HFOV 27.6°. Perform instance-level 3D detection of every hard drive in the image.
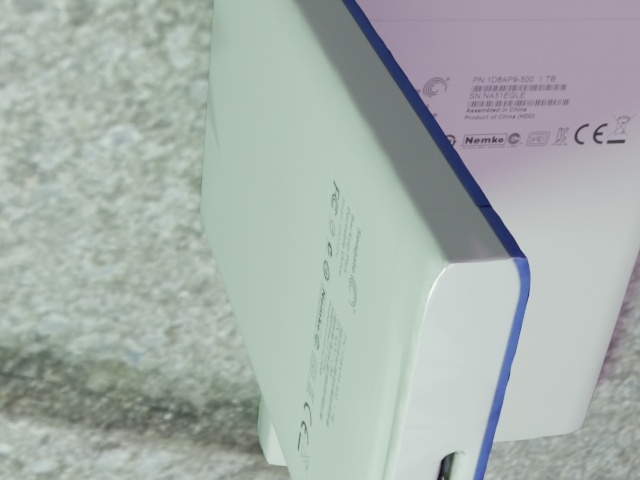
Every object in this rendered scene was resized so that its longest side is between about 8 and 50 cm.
[{"bbox_3d":[0.000,0.000,0.599,0.040,0.318,0.210,-4,126,-16],"label":"hard drive"},{"bbox_3d":[0.093,-0.014,0.798,0.233,0.047,0.353,-3,126,-17],"label":"hard drive"}]
